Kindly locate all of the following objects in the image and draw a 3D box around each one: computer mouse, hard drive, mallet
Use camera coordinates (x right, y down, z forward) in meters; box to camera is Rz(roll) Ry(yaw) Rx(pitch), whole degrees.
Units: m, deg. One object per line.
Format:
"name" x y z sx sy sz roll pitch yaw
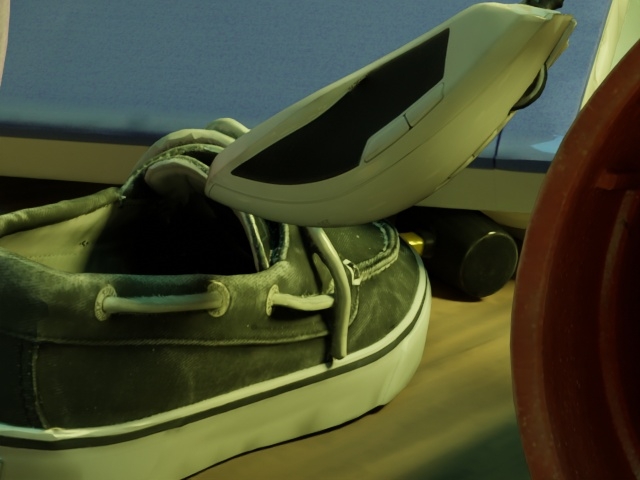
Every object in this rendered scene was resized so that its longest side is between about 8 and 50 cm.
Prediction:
"computer mouse" 0.053 -0.048 0.635 0.042 0.193 0.106 62 12 9
"hard drive" -0.023 -0.094 0.941 0.319 0.040 0.210 5 37 15
"mallet" 0.000 0.000 0.922 0.190 0.039 0.062 1 22 -26

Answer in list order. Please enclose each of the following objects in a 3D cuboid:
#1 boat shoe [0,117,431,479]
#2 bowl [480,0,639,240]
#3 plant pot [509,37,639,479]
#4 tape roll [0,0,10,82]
"boat shoe" -0.040 0.009 0.740 0.113 0.105 0.306 25 21 29
"bowl" 0.143 -0.088 1.056 0.298 0.134 0.298 -4 35 3
"plant pot" 0.230 0.025 0.695 0.272 0.272 0.265 20 11 16
"tape roll" -0.224 -0.059 0.526 0.275 0.274 0.090 -2 23 -41
